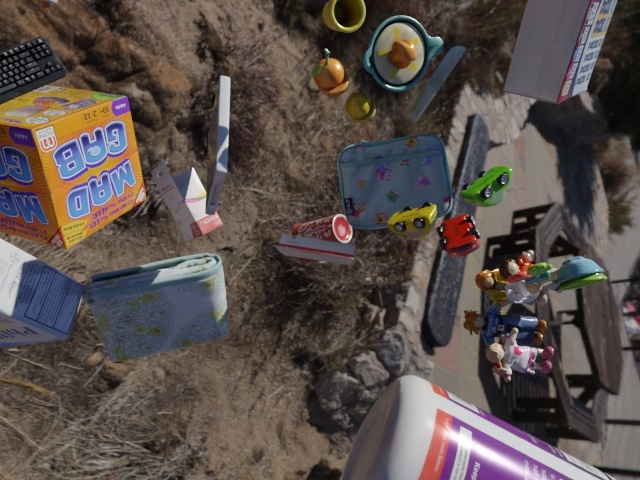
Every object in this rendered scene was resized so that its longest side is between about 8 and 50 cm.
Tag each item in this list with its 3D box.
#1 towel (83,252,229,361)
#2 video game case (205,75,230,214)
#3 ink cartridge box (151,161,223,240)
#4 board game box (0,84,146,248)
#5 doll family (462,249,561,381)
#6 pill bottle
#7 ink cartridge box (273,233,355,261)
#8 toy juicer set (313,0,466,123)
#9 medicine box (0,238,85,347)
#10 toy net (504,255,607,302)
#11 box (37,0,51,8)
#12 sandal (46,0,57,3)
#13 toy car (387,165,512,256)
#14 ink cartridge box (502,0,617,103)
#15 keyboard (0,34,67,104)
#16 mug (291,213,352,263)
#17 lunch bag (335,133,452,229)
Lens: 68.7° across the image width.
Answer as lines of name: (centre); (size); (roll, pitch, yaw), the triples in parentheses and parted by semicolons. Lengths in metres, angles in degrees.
towel: (-0.463, 0.200, 1.367); (0.374, 0.320, 0.090); (-10, 43, -17)
video game case: (-0.224, -0.198, 1.011); (0.026, 0.206, 0.227); (5, 68, -18)
ink cartridge box: (-0.338, -0.106, 1.177); (0.067, 0.115, 0.198); (-34, 104, -35)
board game box: (-0.818, -0.242, 1.426); (0.356, 0.356, 0.356); (-54, 152, -54)
doll family: (0.383, 0.148, 0.964); (0.163, 0.118, 0.263); (12, 86, -9)
pill bottle: (0.188, 0.287, 0.476); (0.323, 0.181, 0.181); (27, 51, 4)
ink cartridge box: (-0.009, 0.015, 1.101); (0.224, 0.181, 0.056); (79, 20, -81)
toy juicer set: (0.140, -0.322, 0.908); (0.329, 0.089, 0.209); (10, 105, -25)
medicine box: (-0.763, 0.125, 1.075); (0.289, 0.263, 0.149); (53, 34, -50)
toy net: (0.364, 0.079, 0.792); (0.122, 0.232, 0.045); (-11, 73, -6)
box: (-0.634, -0.595, 1.027); (0.028, 0.081, 0.136); (-22, 99, -21)
sandal: (-0.384, -0.400, 0.554); (0.265, 0.076, 0.102); (56, 17, 14)
toy car: (0.262, -0.055, 0.847); (0.225, 0.239, 0.053); (-36, 113, -10)
ink cartridge box: (0.557, -0.490, 1.033); (0.272, 0.130, 0.309); (-28, 134, -40)
keyboard: (-0.532, -0.285, 0.770); (0.180, 0.023, 0.108); (-37, 94, -25)
mug: (0.007, 0.000, 1.446); (0.113, 0.169, 0.150); (18, 64, -44)
lunch bag: (0.175, -0.146, 1.160); (0.108, 0.279, 0.224); (-21, 103, -82)
